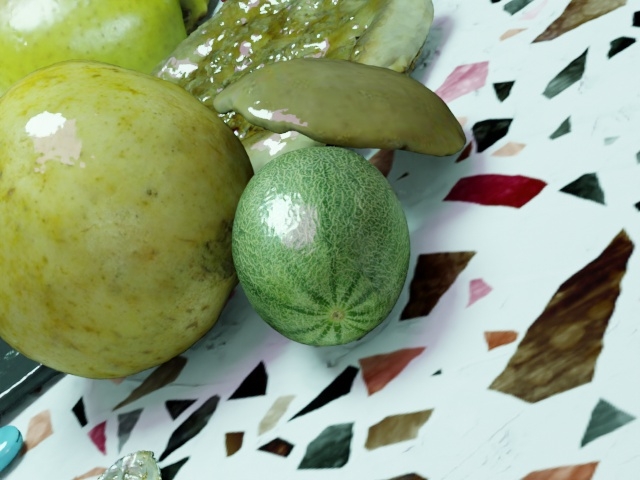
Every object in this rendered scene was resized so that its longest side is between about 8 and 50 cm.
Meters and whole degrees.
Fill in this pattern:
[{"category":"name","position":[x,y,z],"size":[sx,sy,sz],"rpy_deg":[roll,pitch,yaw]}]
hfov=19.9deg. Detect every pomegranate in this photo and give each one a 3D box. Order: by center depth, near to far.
[{"category":"pomegranate","position":[-0.175,-0.014,1.498],"size":[0.260,0.260,0.260],"rpy_deg":[-27,30,17]}]

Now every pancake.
[{"category":"pancake","position":[-0.059,-0.150,1.756],"size":[0.382,0.071,0.382],"rpy_deg":[-27,30,17]}]

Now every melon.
[{"category":"melon","position":[0.000,0.000,1.395],"size":[0.139,0.139,0.192],"rpy_deg":[-29,32,12]}]

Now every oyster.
[{"category":"oyster","position":[-0.157,0.194,1.402],"size":[0.083,0.019,0.054],"rpy_deg":[-31,30,5]}]

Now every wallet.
[{"category":"wallet","position":[-0.325,0.100,1.715],"size":[0.146,0.030,0.285],"rpy_deg":[-41,29,-8]}]

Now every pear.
[{"category":"pear","position":[-0.327,-0.256,2.079],"size":[0.386,0.191,0.340],"rpy_deg":[-19,32,28]}]

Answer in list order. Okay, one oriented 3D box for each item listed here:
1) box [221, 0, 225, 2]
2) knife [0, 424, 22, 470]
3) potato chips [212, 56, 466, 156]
[{"category":"box","position":[-0.115,-0.313,2.077],"size":[0.023,0.051,0.082],"rpy_deg":[-25,30,16]},{"category":"knife","position":[-0.344,0.228,1.540],"size":[0.222,0.031,0.064],"rpy_deg":[-38,25,-4]},{"category":"potato chips","position":[0.020,-0.116,1.500],"size":[0.208,0.062,0.195],"rpy_deg":[15,12,10]}]
